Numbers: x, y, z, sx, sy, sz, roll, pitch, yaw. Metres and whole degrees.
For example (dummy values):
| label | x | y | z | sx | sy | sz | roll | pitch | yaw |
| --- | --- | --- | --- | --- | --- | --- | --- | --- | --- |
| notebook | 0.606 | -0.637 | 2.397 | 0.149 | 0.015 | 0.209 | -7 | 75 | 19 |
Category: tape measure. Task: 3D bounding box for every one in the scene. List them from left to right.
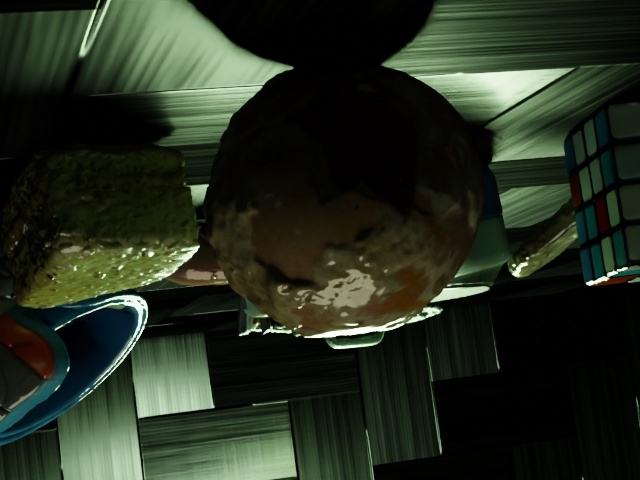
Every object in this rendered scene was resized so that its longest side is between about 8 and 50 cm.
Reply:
| label | x | y | z | sx | sy | sz | roll | pitch | yaw |
| --- | --- | --- | --- | --- | --- | --- | --- | --- | --- |
| tape measure | 0.068 | -0.001 | 1.511 | 0.259 | 0.138 | 0.262 | -11 | 172 | 37 |

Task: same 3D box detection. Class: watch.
| label | x | y | z | sx | sy | sz | roll | pitch | yaw |
| --- | --- | --- | --- | --- | --- | --- | --- | --- | --- |
| watch | -0.296 | 0.062 | 1.430 | 0.305 | 0.241 | 0.274 | -42 | 162 | 10 |

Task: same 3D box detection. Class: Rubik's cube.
| label | x | y | z | sx | sy | sz | roll | pitch | yaw |
| --- | --- | --- | --- | --- | --- | --- | --- | --- | --- |
| Rubik's cube | 0.331 | -0.047 | 1.325 | 0.155 | 0.154 | 0.151 | -7 | 172 | -4 |

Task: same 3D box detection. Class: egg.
| label | x | y | z | sx | sy | sz | roll | pitch | yaw |
| --- | --- | --- | --- | --- | --- | --- | --- | --- | --- |
| egg | 0.020 | -0.032 | 0.980 | 0.195 | 0.195 | 0.233 | -14 | -167 | 42 |

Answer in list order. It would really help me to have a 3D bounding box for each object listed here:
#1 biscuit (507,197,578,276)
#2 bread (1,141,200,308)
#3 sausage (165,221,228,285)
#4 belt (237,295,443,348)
| label | x | y | z | sx | sy | sz | roll | pitch | yaw |
| --- | --- | --- | --- | --- | --- | --- | --- | --- | --- |
| biscuit | 0.276 | -0.028 | 1.479 | 0.250 | 0.032 | 0.133 | -43 | 167 | 35 |
| bread | -0.195 | -0.011 | 1.206 | 0.138 | 0.102 | 0.196 | -3 | 164 | -22 |
| sausage | 0.000 | 0.002 | 1.671 | 0.433 | 0.087 | 0.088 | -5 | 173 | -11 |
| belt | 0.038 | 0.065 | 1.901 | 0.207 | 0.160 | 0.295 | -12 | 172 | 35 |
